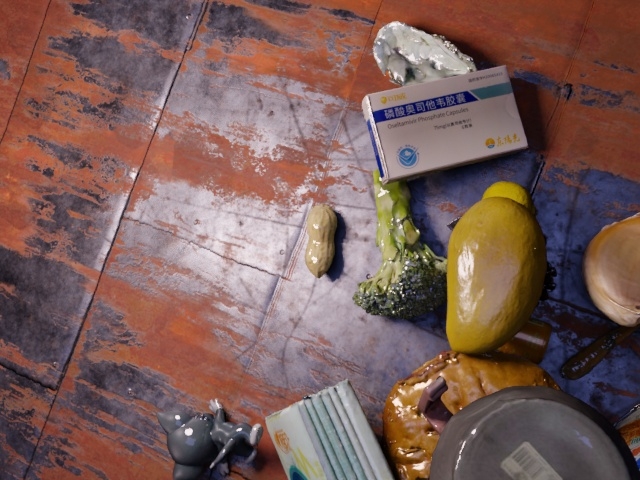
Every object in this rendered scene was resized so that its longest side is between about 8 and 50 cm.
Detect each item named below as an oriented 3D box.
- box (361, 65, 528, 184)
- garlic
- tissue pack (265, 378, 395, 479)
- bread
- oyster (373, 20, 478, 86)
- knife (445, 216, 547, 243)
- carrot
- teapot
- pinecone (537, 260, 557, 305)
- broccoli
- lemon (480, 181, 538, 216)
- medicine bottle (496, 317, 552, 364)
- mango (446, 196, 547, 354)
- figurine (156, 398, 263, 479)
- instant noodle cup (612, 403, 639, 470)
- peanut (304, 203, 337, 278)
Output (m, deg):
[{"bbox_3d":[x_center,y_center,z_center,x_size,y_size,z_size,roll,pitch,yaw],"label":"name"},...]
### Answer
[{"bbox_3d":[0.282,-0.263,1.420,0.343,0.065,0.200,-14,88,-8],"label":"box"},{"bbox_3d":[0.690,0.090,1.246,0.286,0.249,0.313,29,63,-8],"label":"garlic"},{"bbox_3d":[0.041,0.519,1.332,0.162,0.287,0.388,-18,75,-25],"label":"tissue pack"},{"bbox_3d":[0.329,0.405,1.311,0.398,0.215,0.398,-2,82,16],"label":"bread"},{"bbox_3d":[0.254,-0.447,1.512,0.252,0.087,0.199,-7,87,19],"label":"oyster"},{"bbox_3d":[0.405,-0.010,1.448,0.230,0.028,0.060,16,99,18],"label":"knife"},{"bbox_3d":[0.628,0.221,1.348,0.254,0.049,0.049,-38,75,3],"label":"carrot"},{"bbox_3d":[0.303,0.391,1.027,0.305,0.361,0.376,-37,65,-12],"label":"teapot"},{"bbox_3d":[0.453,0.081,1.369,0.121,0.140,0.140,-10,77,-28],"label":"pinecone"},{"bbox_3d":[0.204,0.001,1.426,0.252,0.221,0.361,-2,77,46],"label":"broccoli"},{"bbox_3d":[0.425,-0.078,1.405,0.133,0.109,0.109,15,87,23],"label":"lemon"},{"bbox_3d":[0.404,0.199,1.379,0.192,0.096,0.096,19,88,17],"label":"medicine bottle"},{"bbox_3d":[0.357,0.067,1.263,0.195,0.142,0.331,-2,74,25],"label":"mango"},{"bbox_3d":[-0.257,0.496,1.496,0.265,0.140,0.193,-2,100,38],"label":"figurine"},{"bbox_3d":[0.689,0.456,1.183,0.296,0.296,0.214,-42,82,6],"label":"instant noodle cup"},{"bbox_3d":[0.000,0.000,1.521,0.082,0.082,0.187,3,82,15],"label":"peanut"}]
